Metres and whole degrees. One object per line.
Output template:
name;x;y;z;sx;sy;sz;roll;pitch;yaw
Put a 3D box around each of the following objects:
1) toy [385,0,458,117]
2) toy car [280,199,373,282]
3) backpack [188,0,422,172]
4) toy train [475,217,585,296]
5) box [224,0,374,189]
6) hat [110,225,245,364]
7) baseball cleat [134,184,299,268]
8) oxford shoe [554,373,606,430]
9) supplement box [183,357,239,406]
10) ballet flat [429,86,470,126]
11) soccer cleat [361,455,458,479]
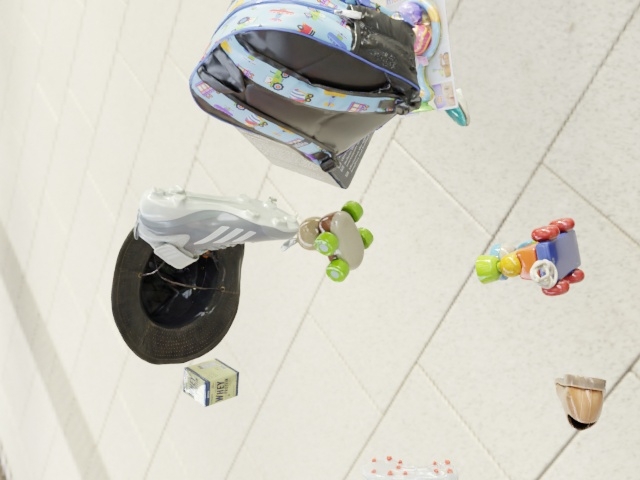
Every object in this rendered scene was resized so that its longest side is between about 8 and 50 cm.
toy;0.153;-0.332;1.294;0.137;0.056;0.237;-1;103;51
toy car;0.000;0.000;1.788;0.188;0.155;0.149;1;126;36
backpack;-0.020;-0.153;0.665;0.158;0.173;0.117;-32;49;51
toy train;0.301;0.038;1.173;0.143;0.248;0.105;-10;93;35
box;-0.034;-0.328;1.571;0.212;0.395;0.293;21;81;26
hat;-0.302;0.071;1.506;0.134;0.331;0.331;14;103;43
baseball cleat;-0.134;-0.012;0.987;0.072;0.206;0.109;-104;30;-59
oxford shoe;0.384;0.244;1.141;0.076;0.212;0.076;5;79;20
supplement box;-0.225;0.291;1.576;0.083;0.083;0.056;20;113;43
ballet flat;0.257;-0.304;1.552;0.168;0.052;0.057;50;161;12
soccer cleat;0.182;0.487;1.557;0.068;0.196;0.076;-79;-11;-66
